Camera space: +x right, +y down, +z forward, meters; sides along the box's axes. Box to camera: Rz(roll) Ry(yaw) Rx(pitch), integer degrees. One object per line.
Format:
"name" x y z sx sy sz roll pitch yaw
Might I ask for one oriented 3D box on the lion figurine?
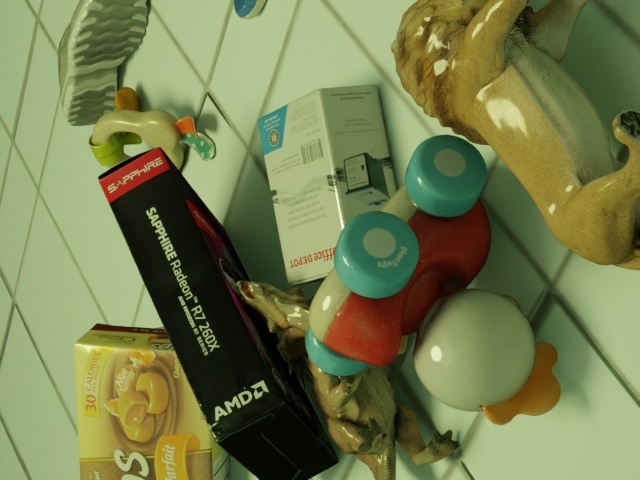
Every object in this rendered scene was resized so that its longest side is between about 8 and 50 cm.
"lion figurine" 0.198 -0.091 1.224 0.392 0.142 0.240 62 150 22

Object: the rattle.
"rattle" -0.203 -0.159 1.944 0.200 0.143 0.130 -24 108 41

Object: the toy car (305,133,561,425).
"toy car" 0.132 0.068 1.363 0.238 0.210 0.219 37 152 10

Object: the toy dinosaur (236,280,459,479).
"toy dinosaur" 0.032 0.163 1.558 0.200 0.127 0.295 -16 91 61

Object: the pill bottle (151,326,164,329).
"pill bottle" -0.221 0.200 1.991 0.087 0.087 0.160 -8 90 58

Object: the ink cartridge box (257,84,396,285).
"ink cartridge box" 0.011 -0.058 1.575 0.139 0.082 0.190 -18 82 58

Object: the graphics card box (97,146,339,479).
"graphics card box" -0.118 0.094 1.691 0.371 0.094 0.233 63 -177 30

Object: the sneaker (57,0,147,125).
"sneaker" -0.325 -0.286 2.038 0.115 0.105 0.281 63 144 27

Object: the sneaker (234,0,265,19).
"sneaker" -0.099 -0.325 1.691 0.058 0.084 0.152 54 138 37

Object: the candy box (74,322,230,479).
"candy box" -0.215 0.273 1.898 0.183 0.087 0.316 4 107 13
